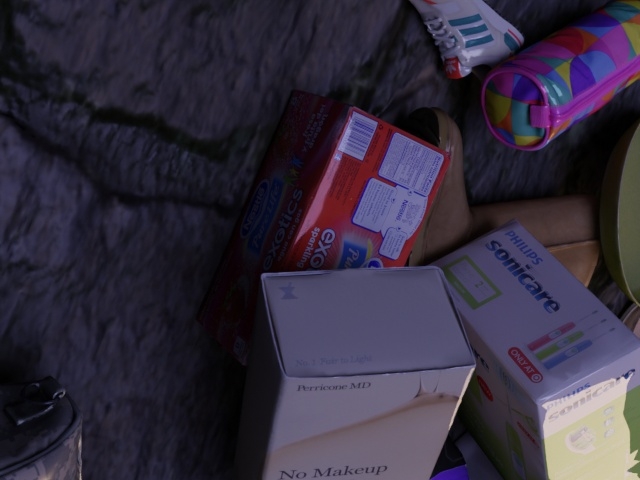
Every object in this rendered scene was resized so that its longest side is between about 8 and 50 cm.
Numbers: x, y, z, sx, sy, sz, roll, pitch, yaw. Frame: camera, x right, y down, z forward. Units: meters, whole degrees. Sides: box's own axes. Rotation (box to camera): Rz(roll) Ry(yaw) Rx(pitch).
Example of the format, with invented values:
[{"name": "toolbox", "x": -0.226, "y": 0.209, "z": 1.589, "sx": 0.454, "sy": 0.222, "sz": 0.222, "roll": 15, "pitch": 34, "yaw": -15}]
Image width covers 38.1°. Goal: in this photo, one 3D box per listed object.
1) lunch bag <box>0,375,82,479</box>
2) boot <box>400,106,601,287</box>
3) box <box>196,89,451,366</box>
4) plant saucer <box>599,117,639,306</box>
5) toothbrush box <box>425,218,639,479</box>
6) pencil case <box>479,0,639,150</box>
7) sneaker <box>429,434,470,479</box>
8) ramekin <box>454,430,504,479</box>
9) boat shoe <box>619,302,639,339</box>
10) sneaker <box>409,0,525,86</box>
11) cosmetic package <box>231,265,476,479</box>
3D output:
[{"name": "lunch bag", "x": -0.311, "y": 0.277, "z": 0.755, "sx": 0.256, "sy": 0.212, "sz": 0.305, "roll": -10, "pitch": 113, "yaw": -29}, {"name": "boot", "x": 0.197, "y": -0.034, "z": 1.024, "sx": 0.270, "sy": 0.089, "sz": 0.236, "roll": -4, "pitch": 120, "yaw": -27}, {"name": "box", "x": 0.000, "y": 0.000, "z": 0.896, "sx": 0.128, "sy": 0.123, "sz": 0.256, "roll": 20, "pitch": 95, "yaw": -31}, {"name": "plant saucer", "x": 0.389, "y": -0.038, "z": 1.114, "sx": 0.241, "sy": 0.037, "sz": 0.241, "roll": -8, "pitch": 100, "yaw": -50}, {"name": "toothbrush box", "x": 0.227, "y": 0.153, "z": 0.974, "sx": 0.122, "sy": 0.206, "sz": 0.283, "roll": -26, "pitch": 135, "yaw": -9}, {"name": "pencil case", "x": 0.275, "y": -0.181, "z": 0.983, "sx": 0.236, "sy": 0.104, "sz": 0.104, "roll": -33, "pitch": 119, "yaw": -29}, {"name": "sneaker", "x": 0.026, "y": 0.279, "z": 1.021, "sx": 0.293, "sy": 0.102, "sz": 0.146, "roll": -15, "pitch": 94, "yaw": -16}, {"name": "ramekin", "x": 0.262, "y": 0.363, "z": 1.150, "sx": 0.277, "sy": 0.135, "sz": 0.277, "roll": -9, "pitch": 110, "yaw": -27}, {"name": "boat shoe", "x": 0.412, "y": 0.165, "z": 1.217, "sx": 0.063, "sy": 0.059, "sz": 0.170, "roll": 9, "pitch": 100, "yaw": -31}, {"name": "sneaker", "x": 0.141, "y": -0.209, "z": 0.949, "sx": 0.161, "sy": 0.057, "sz": 0.075, "roll": 24, "pitch": 87, "yaw": -35}, {"name": "cosmetic package", "x": 0.014, "y": 0.169, "z": 0.827, "sx": 0.160, "sy": 0.113, "sz": 0.309, "roll": -2, "pitch": 136, "yaw": -13}]
